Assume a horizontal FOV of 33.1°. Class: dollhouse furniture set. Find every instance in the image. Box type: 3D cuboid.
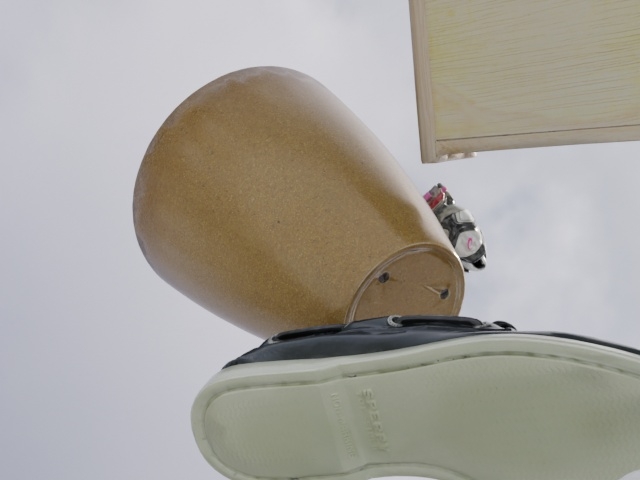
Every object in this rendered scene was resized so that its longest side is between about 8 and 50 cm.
[{"bbox_3d":[0.288,-0.167,0.911,0.394,0.256,0.362,-12,-80,-52],"label":"dollhouse furniture set"}]

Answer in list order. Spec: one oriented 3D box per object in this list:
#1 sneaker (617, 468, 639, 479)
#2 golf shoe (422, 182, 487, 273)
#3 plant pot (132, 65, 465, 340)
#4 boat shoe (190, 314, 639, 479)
[{"bbox_3d":[0.129,0.178,0.433,0.065,0.076,0.166,9,-92,1],"label":"sneaker"},{"bbox_3d":[0.122,0.007,1.056,0.067,0.186,0.086,-43,-100,-1],"label":"golf shoe"},{"bbox_3d":[0.000,0.000,0.918,0.237,0.254,0.237,-16,-58,-28],"label":"plant pot"},{"bbox_3d":[0.090,0.103,0.713,0.340,0.113,0.127,-8,-71,20],"label":"boat shoe"}]
